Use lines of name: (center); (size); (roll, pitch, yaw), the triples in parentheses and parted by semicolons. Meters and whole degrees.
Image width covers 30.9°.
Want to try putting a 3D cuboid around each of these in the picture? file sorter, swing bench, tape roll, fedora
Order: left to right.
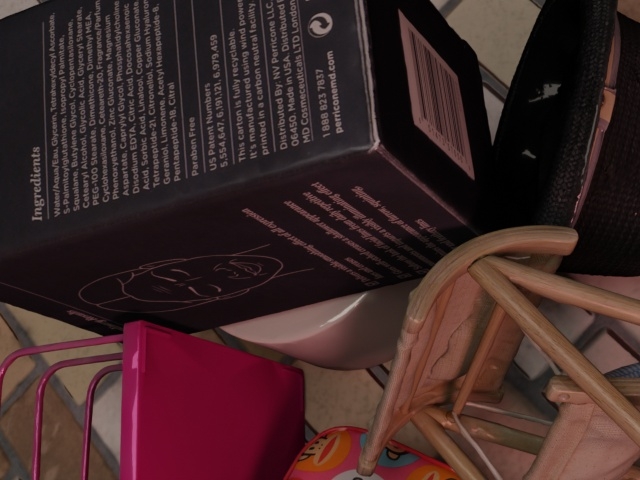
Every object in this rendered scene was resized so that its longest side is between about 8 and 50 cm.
file sorter: (-0.162, 0.213, 1.129); (0.182, 0.291, 0.202); (-10, 71, 27)
tape roll: (0.000, 0.000, 1.177); (0.246, 0.169, 0.246); (-8, 71, 25)
swing bench: (0.183, 0.137, 0.943); (0.255, 0.253, 0.165); (32, 55, 14)
fedora: (0.260, -0.085, 1.060); (0.152, 0.334, 0.334); (15, 81, -5)

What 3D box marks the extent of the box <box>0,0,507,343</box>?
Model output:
box: (-0.083, -0.072, 0.974); (0.395, 0.293, 0.212); (-15, 69, 22)

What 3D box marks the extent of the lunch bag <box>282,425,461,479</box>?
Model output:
lunch bag: (0.051, 0.327, 1.029); (0.258, 0.120, 0.293); (18, 56, 28)
